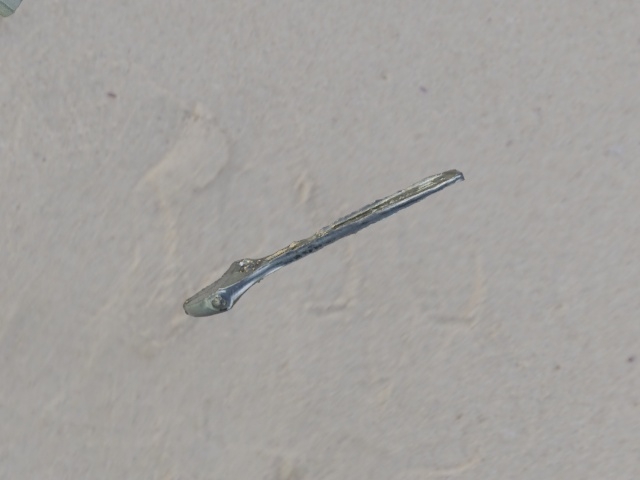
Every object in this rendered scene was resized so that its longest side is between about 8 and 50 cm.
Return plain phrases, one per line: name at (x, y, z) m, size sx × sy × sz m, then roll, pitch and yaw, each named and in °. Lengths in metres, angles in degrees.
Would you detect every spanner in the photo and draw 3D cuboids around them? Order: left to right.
spanner at (0.000, 0.000, 1.307) m, size 0.326 × 0.093 × 0.026 m, roll -26°, pitch 105°, yaw 7°

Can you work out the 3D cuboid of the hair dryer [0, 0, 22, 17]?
hair dryer at (-0.389, -0.287, 1.286) m, size 0.167 × 0.199 × 0.067 m, roll 39°, pitch 84°, yaw -22°
